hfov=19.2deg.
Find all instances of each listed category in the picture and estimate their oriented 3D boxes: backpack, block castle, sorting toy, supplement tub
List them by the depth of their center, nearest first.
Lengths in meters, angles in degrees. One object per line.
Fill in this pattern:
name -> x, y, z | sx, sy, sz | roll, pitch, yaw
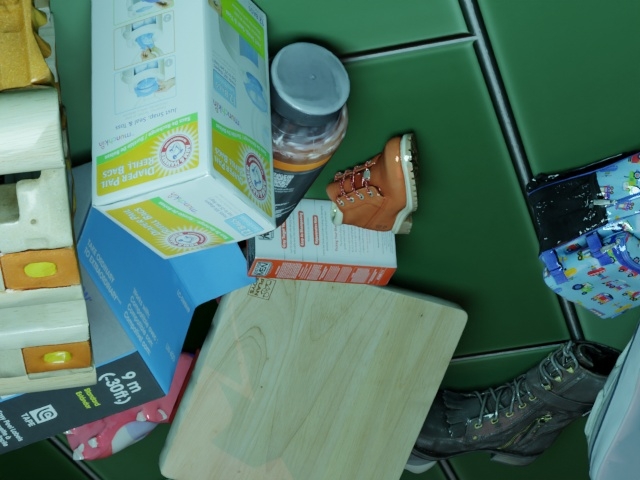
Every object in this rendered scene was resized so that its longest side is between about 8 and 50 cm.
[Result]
block castle -> -0.297, -0.066, 1.434 | 0.212, 0.303, 0.453 | -7, 154, -7
supplement tub -> -0.040, -0.090, 1.624 | 0.106, 0.106, 0.198 | 7, 151, -20
backpack -> 0.305, -0.015, 1.797 | 0.173, 0.117, 0.158 | -22, 148, 27
sorting toy -> -0.016, 0.142, 1.980 | 0.255, 0.089, 0.257 | 16, 106, -22

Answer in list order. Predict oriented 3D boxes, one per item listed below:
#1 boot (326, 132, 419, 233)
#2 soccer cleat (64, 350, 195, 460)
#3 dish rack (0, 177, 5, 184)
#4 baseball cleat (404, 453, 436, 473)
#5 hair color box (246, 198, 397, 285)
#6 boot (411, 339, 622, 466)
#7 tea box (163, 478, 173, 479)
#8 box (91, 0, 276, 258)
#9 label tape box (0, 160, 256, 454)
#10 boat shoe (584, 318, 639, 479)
boot -> 0.049, -0.051, 1.764 | 0.084, 0.059, 0.158 | 4, 153, -4
soccer cleat -> -0.201, 0.185, 2.190 | 0.248, 0.083, 0.095 | -34, 170, 37
dish rack -> -0.283, 0.029, 1.861 | 0.208, 0.074, 0.271 | 14, 148, -32
baseball cleat -> 0.088, 0.221, 2.301 | 0.109, 0.072, 0.206 | -38, 142, 24
hair color box -> 0.000, 0.000, 1.838 | 0.141, 0.072, 0.043 | 5, 152, -14
boot -> 0.231, 0.176, 2.211 | 0.263, 0.091, 0.229 | 10, 145, -32
tea box -> -0.070, 0.478, 2.479 | 0.323, 0.329, 0.220 | -13, 152, 20
box -> -0.108, -0.104, 1.480 | 0.103, 0.203, 0.114 | -15, 151, 22
label tape box -> -0.241, 0.060, 1.760 | 0.333, 0.106, 0.241 | -20, 138, 5
boat shoe -> 0.377, 0.106, 2.028 | 0.135, 0.156, 0.367 | 9, 122, -14
